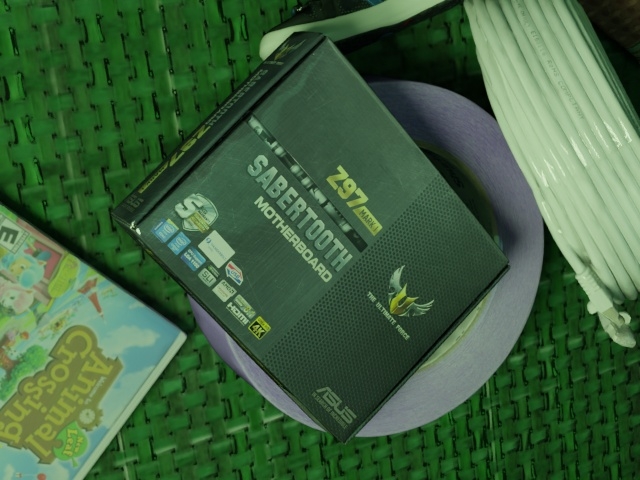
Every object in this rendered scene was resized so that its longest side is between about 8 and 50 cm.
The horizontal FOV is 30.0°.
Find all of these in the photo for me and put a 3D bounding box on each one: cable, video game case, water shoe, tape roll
[{"bbox_3d":[0.194,-0.080,0.895,0.089,0.257,0.257,-26,110,15],"label":"cable"},{"bbox_3d":[-0.233,0.102,0.871,0.193,0.023,0.212,39,84,-26],"label":"video game case"},{"bbox_3d":[0.032,-0.193,0.912,0.203,0.073,0.080,-25,89,-22],"label":"water shoe"},{"bbox_3d":[0.036,0.009,0.934,0.274,0.090,0.275,-5,102,-23],"label":"tape roll"}]

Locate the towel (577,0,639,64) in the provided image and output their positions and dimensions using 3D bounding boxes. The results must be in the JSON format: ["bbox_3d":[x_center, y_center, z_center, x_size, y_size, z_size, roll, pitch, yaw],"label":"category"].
[{"bbox_3d":[0.320,-0.271,0.865,0.271,0.370,0.040,27,49,-34],"label":"towel"}]

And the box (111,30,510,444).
[{"bbox_3d":[0.000,0.000,0.834,0.183,0.059,0.233,-46,115,-10],"label":"box"}]
